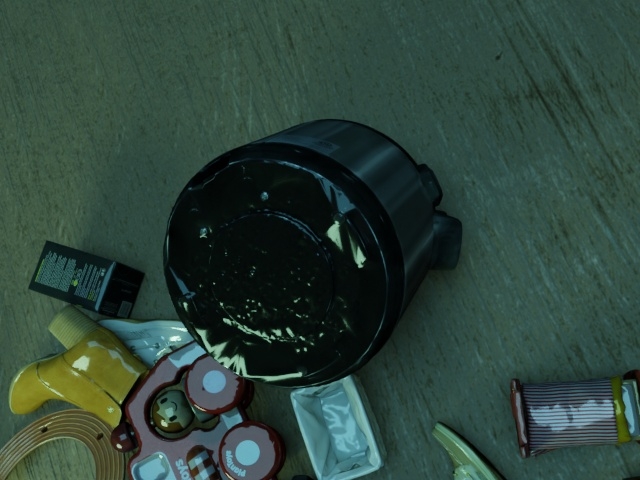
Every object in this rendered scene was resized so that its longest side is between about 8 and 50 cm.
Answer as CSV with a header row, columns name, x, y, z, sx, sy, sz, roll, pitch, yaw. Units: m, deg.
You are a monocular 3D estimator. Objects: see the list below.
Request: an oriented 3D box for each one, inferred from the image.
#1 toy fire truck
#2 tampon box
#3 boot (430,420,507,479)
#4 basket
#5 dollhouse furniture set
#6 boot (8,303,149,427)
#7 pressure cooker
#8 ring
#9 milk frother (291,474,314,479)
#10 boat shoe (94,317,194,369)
name,x,y,z,sx,sy,sz,roll,pitch,yaw
toy fire truck,-0.208,0.332,1.193,0.254,0.169,0.302,-28,76,-8
tampon box,-0.449,0.078,1.381,0.161,0.120,0.101,16,81,17
boot,0.217,0.419,1.161,0.165,0.077,0.213,-44,74,4
basket,0.036,0.317,1.214,0.113,0.103,0.167,-23,73,9
dollhouse furniture set,0.415,0.387,1.075,0.201,0.152,0.374,-10,76,12
boot,-0.445,0.281,1.318,0.211,0.104,0.295,41,116,12
pressure cooker,0.002,-0.005,1.147,0.375,0.420,0.370,-40,91,25
ring,-0.492,0.463,1.286,0.336,0.032,0.337,-14,49,16
milk frother,-0.059,0.467,1.187,0.143,0.135,0.129,-21,59,7
boat shoe,-0.299,0.195,1.335,0.277,0.098,0.096,-3,77,23
